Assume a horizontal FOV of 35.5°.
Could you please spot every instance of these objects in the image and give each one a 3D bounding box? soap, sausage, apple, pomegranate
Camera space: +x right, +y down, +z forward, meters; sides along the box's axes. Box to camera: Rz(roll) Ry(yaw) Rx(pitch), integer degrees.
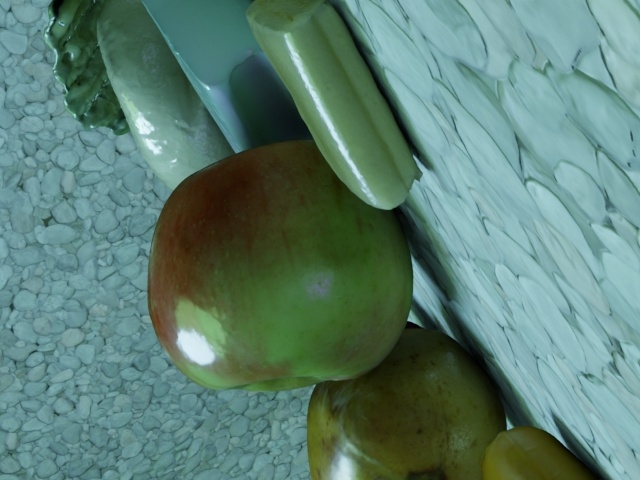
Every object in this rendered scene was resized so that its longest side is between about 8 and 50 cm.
[{"bbox_3d":[-0.093,-0.194,1.295,0.208,0.115,0.347,56,178,27],"label":"soap"},{"bbox_3d":[0.263,0.303,0.929,0.112,0.112,0.328,59,176,-38],"label":"sausage"},{"bbox_3d":[-0.049,0.031,1.168,0.319,0.319,0.277,68,-166,-78],"label":"apple"},{"bbox_3d":[0.113,0.257,1.292,0.307,0.307,0.307,56,177,4],"label":"pomegranate"}]

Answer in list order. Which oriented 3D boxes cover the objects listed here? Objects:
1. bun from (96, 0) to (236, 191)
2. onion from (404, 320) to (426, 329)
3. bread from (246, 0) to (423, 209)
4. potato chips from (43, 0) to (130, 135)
[{"bbox_3d":[-0.204,-0.246,1.585,0.365,0.219,0.365,158,90,-89],"label":"bun"},{"bbox_3d":[0.137,0.206,1.610,0.267,0.159,0.348,44,161,14],"label":"onion"},{"bbox_3d":[0.010,-0.123,0.836,0.178,0.060,0.139,58,176,-29],"label":"bread"},{"bbox_3d":[-0.327,-0.365,1.796,0.097,0.389,0.373,-2,131,34],"label":"potato chips"}]
